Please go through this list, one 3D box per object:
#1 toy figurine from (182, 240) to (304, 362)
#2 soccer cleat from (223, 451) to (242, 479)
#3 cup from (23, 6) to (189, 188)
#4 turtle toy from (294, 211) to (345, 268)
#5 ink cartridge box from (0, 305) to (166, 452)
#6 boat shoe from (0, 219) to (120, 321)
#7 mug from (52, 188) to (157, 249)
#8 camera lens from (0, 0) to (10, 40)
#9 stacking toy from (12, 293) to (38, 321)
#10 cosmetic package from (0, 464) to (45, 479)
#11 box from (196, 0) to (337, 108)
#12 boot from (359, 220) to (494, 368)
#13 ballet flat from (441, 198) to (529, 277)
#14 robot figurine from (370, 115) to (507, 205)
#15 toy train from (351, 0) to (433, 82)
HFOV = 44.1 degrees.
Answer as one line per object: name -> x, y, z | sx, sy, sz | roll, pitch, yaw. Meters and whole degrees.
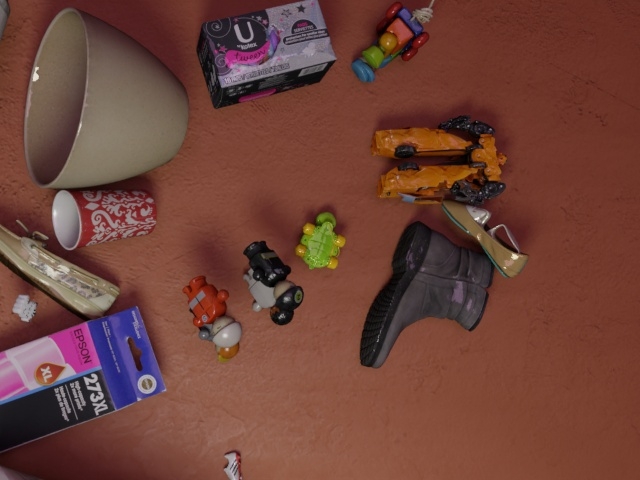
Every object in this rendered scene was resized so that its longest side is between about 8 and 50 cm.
toy figurine -> -0.145, 0.126, 1.528 | 0.213, 0.209, 0.148 | -32, 73, -18
soccer cleat -> -0.174, 0.464, 1.571 | 0.036, 0.029, 0.083 | -3, 80, -4
cup -> -0.392, -0.246, 1.500 | 0.237, 0.331, 0.330 | 7, 80, -36
turtle toy -> 0.000, 0.000, 1.652 | 0.095, 0.066, 0.130 | 22, 78, -10
ink cartridge box -> -0.493, 0.265, 1.473 | 0.371, 0.069, 0.175 | -20, 87, -3
boat shoe -> -0.523, 0.048, 1.521 | 0.285, 0.105, 0.089 | 40, 69, -16
mug -> -0.424, -0.047, 1.534 | 0.169, 0.150, 0.113 | -10, 94, -42
camera lens -> -0.720, -0.375, 1.469 | 0.220, 0.219, 0.274 | 15, 79, -10
stacking toy -> -0.639, 0.181, 1.445 | 0.167, 0.052, 0.221 | 10, 64, 14
cosmetic package -> -0.389, 0.613, 1.275 | 0.394, 0.330, 0.327 | 35, 74, -37
box -> -0.116, -0.386, 1.630 | 0.248, 0.163, 0.142 | -18, 88, -14
boot -> 0.235, 0.145, 1.663 | 0.223, 0.118, 0.338 | 27, 82, -13
ballet flat -> 0.358, -0.023, 1.695 | 0.232, 0.080, 0.073 | 50, 116, 20
robot figurine -> 0.261, -0.168, 1.714 | 0.291, 0.085, 0.210 | -1, 71, -12
toy train -> 0.147, -0.419, 1.652 | 0.143, 0.248, 0.105 | -43, 93, -10
